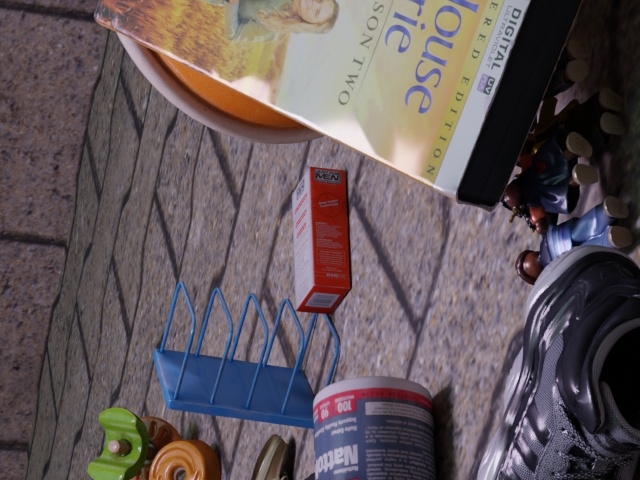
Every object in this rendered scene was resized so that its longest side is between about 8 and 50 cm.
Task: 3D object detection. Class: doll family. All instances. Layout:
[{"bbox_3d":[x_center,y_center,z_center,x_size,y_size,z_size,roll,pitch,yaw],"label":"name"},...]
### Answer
[{"bbox_3d":[0.170,-0.049,1.405,0.111,0.076,0.193,-28,50,48],"label":"doll family"}]

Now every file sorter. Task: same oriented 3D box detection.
[{"bbox_3d":[-0.077,0.119,2.043,0.118,0.170,0.104,-116,39,-62],"label":"file sorter"}]

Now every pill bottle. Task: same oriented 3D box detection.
[{"bbox_3d":[0.049,0.219,1.673,0.108,0.108,0.180,124,148,-59],"label":"pill bottle"}]

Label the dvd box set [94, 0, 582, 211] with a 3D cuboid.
[{"bbox_3d":[0.021,-0.239,1.472,0.420,0.062,0.307,30,103,38],"label":"dvd box set"}]

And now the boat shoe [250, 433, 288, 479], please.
[{"bbox_3d":[-0.058,0.291,2.150,0.056,0.048,0.153,-104,29,-80],"label":"boat shoe"}]

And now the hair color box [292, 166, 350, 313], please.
[{"bbox_3d":[0.000,0.000,2.044,0.072,0.043,0.141,124,147,-59],"label":"hair color box"}]

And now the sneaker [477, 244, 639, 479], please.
[{"bbox_3d":[0.176,0.140,1.259,0.153,0.101,0.268,-155,75,-76],"label":"sneaker"}]

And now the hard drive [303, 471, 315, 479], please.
[{"bbox_3d":[-0.093,0.384,1.841,0.339,0.064,0.237,-39,21,29],"label":"hard drive"}]

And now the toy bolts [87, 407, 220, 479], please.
[{"bbox_3d":[-0.202,0.356,2.546,0.218,0.158,0.228,10,81,34],"label":"toy bolts"}]

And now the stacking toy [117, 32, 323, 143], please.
[{"bbox_3d":[0.056,-0.288,1.642,0.480,0.351,0.350,-12,71,54],"label":"stacking toy"}]
